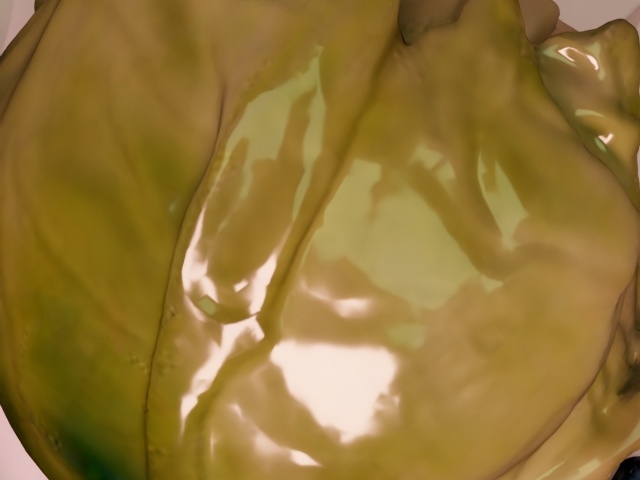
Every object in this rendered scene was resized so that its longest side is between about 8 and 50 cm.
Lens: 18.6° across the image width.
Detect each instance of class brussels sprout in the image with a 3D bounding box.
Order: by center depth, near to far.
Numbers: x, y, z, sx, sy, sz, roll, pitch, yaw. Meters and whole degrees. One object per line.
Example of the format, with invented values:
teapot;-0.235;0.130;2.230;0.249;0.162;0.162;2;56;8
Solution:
brussels sprout;-0.009;0.013;1.093;0.425;0.342;0.361;38;79;-5

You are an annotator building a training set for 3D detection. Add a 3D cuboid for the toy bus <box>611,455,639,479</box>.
toy bus;0.172;0.223;1.237;0.209;0.126;0.136;-8;99;-9
